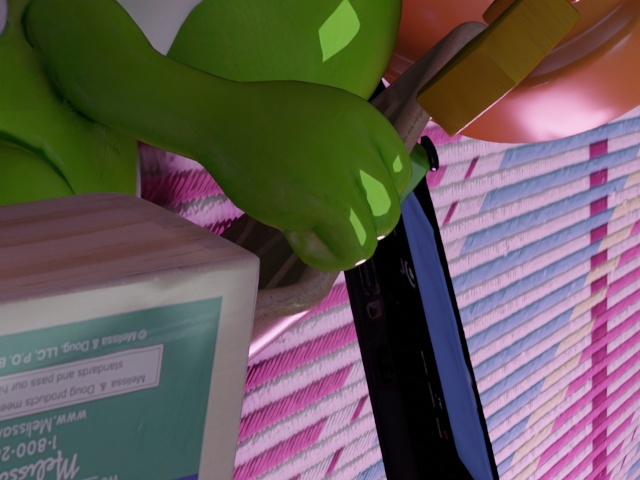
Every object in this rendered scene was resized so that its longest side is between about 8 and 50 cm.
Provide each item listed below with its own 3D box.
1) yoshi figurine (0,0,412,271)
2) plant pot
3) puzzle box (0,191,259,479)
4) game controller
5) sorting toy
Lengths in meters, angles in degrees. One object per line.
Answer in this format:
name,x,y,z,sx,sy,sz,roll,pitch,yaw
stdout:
yoshi figurine,-0.069,-0.024,0.604,0.203,0.203,0.362,93,18,-59
plant pot,0.073,-0.175,0.892,0.188,0.205,0.205,38,68,-54
puzzle box,-0.190,0.146,0.332,0.409,0.052,0.272,-9,115,-43
game controller,0.049,0.050,0.962,0.166,0.067,0.319,72,5,-60
sorting toy,0.000,0.000,0.740,0.307,0.041,0.229,-40,-172,38
